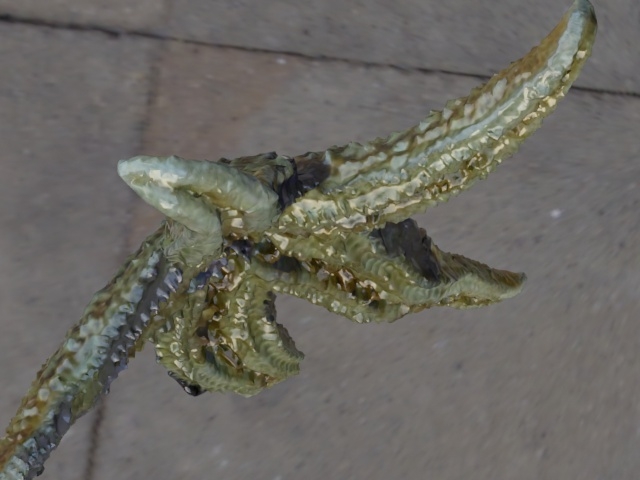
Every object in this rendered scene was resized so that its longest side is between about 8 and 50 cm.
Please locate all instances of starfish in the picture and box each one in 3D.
[{"bbox_3d":[0.000,0.000,0.454,0.176,0.208,0.053,-34,79,19],"label":"starfish"}]
